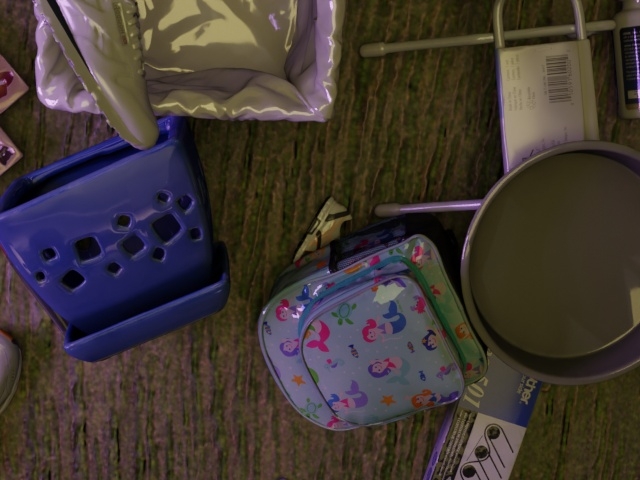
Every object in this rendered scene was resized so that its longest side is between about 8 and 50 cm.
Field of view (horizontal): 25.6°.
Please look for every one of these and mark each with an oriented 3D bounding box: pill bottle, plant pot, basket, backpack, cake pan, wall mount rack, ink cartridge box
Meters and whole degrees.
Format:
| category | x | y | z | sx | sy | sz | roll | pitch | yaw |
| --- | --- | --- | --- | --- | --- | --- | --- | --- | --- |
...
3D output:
| category | x | y | z | sx | sy | sz | roll | pitch | yaw |
| --- | --- | --- | --- | --- | --- | --- | --- | --- | --- |
| pill bottle | 0.405 | -0.236 | 1.728 | 0.094 | 0.094 | 0.169 | -6 | 96 | -2 |
| plant pot | -0.228 | 0.000 | 1.654 | 0.236 | 0.236 | 0.212 | -23 | 103 | 0 |
| basket | -0.139 | -0.304 | 1.603 | 0.331 | 0.266 | 0.328 | 3 | 96 | -2 |
| backpack | 0.056 | 0.110 | 1.690 | 0.254 | 0.191 | 0.225 | -19 | 109 | 18 |
| cake pan | 0.301 | 0.024 | 1.657 | 0.293 | 0.054 | 0.293 | -2 | 103 | -9 |
| wall mount rack | 0.214 | -0.146 | 1.717 | 0.304 | 0.130 | 0.350 | -6 | 96 | -6 |
| ink cartridge box | 0.210 | 0.228 | 1.787 | 0.097 | 0.046 | 0.207 | 18 | 94 | -5 |

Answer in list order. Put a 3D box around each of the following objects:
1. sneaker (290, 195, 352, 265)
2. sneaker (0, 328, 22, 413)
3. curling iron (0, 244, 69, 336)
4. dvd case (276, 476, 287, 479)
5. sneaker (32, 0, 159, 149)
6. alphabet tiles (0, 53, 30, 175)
| category | x | y | z | sx | sy | sz | roll | pitch | yaw |
| --- | --- | --- | --- | --- | --- | --- | --- | --- | --- |
| sneaker | 0.000 | 0.000 | 1.757 | 0.044 | 0.040 | 0.109 | 32 | 93 | -8 |
| sneaker | -0.459 | 0.223 | 1.713 | 0.099 | 0.121 | 0.262 | 37 | 93 | -7 |
| curling iron | -0.389 | 0.017 | 1.739 | 0.068 | 0.035 | 0.274 | -41 | 95 | 1 |
| dvd case | -0.070 | 0.436 | 1.806 | 0.165 | 0.018 | 0.221 | -26 | 96 | 0 |
| sneaker | -0.218 | -0.204 | 1.442 | 0.095 | 0.090 | 0.235 | -30 | 96 | -7 |
| alphabet tiles | -0.531 | -0.179 | 1.705 | 0.285 | 0.011 | 0.342 | -40 | 90 | 2 |
